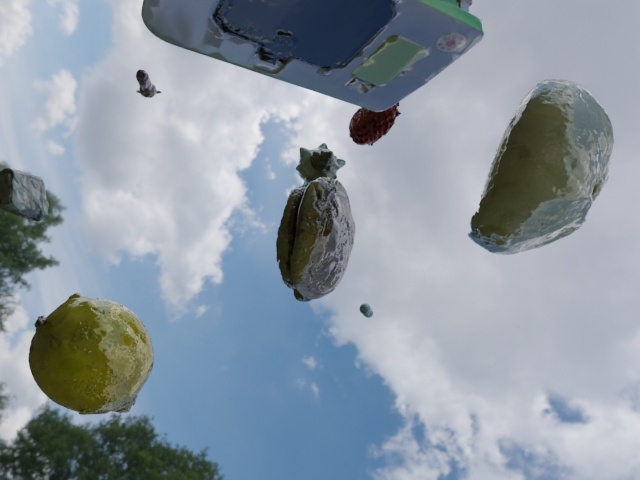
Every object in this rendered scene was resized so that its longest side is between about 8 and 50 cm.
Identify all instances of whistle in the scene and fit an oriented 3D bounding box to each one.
[{"bbox_3d":[0.141,0.214,1.433,0.035,0.100,0.035,-7,-114,16],"label":"whistle"}]

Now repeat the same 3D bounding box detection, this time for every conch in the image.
[{"bbox_3d":[-0.002,-0.207,1.267,0.234,0.137,0.114,-122,-170,-81],"label":"conch"}]

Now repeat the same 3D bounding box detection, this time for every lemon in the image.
[{"bbox_3d":[-0.353,0.183,0.746,0.173,0.173,0.206,-5,-64,45],"label":"lemon"}]

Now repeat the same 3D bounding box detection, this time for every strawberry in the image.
[{"bbox_3d":[0.138,-0.340,1.319,0.188,0.082,0.121,-24,-114,60],"label":"strawberry"}]

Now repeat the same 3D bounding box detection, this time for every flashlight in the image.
[{"bbox_3d":[-0.353,-0.312,0.956,0.110,0.052,0.031,167,-80,-78],"label":"flashlight"}]

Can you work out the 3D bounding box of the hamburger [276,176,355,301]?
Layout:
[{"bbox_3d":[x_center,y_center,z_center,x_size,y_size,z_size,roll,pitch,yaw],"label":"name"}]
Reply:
[{"bbox_3d":[0.001,-0.001,1.095,0.134,0.285,0.265,-1,-123,19],"label":"hamburger"}]

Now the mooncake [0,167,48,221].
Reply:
[{"bbox_3d":[-0.803,-0.124,1.275,0.073,0.125,0.130,-18,-110,13],"label":"mooncake"}]

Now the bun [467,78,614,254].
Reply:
[{"bbox_3d":[0.454,-0.126,0.944,0.202,0.364,0.364,26,-70,23],"label":"bun"}]

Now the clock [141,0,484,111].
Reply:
[{"bbox_3d":[-0.003,-0.302,0.388,0.166,0.235,0.309,-25,-119,57],"label":"clock"}]
